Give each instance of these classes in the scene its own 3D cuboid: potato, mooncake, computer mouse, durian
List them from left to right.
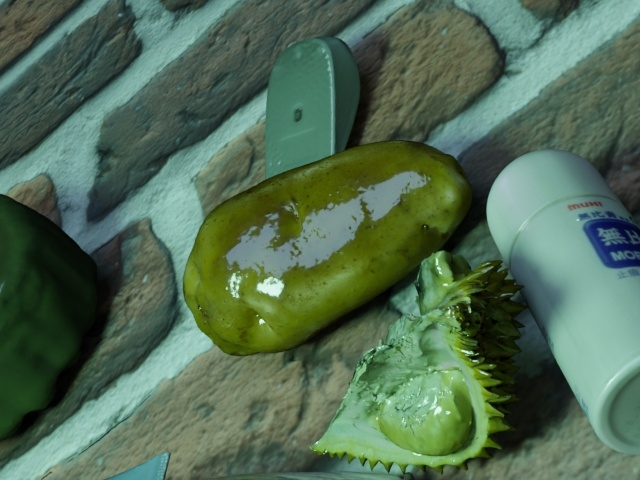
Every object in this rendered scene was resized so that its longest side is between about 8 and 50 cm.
[{"bbox_3d":[-0.472,0.116,1.891,0.356,0.194,0.356,-23,43,23],"label":"mooncake"},{"bbox_3d":[-0.008,-0.161,1.798,0.128,0.079,0.231,-14,62,40],"label":"computer mouse"},{"bbox_3d":[0.000,0.000,1.567,0.369,0.176,0.195,-28,12,17],"label":"potato"},{"bbox_3d":[0.108,0.108,1.299,0.306,0.166,0.172,121,156,-58],"label":"durian"}]

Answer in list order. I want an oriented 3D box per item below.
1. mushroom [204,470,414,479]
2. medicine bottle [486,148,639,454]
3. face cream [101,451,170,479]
[{"bbox_3d":[-0.048,0.307,1.317,0.173,0.236,0.162,166,102,-65],"label":"mushroom"},{"bbox_3d":[0.254,0.038,1.294,0.130,0.130,0.341,-37,36,13],"label":"medicine bottle"},{"bbox_3d":[-0.237,0.305,1.456,0.385,0.086,0.136,-27,47,61],"label":"face cream"}]
